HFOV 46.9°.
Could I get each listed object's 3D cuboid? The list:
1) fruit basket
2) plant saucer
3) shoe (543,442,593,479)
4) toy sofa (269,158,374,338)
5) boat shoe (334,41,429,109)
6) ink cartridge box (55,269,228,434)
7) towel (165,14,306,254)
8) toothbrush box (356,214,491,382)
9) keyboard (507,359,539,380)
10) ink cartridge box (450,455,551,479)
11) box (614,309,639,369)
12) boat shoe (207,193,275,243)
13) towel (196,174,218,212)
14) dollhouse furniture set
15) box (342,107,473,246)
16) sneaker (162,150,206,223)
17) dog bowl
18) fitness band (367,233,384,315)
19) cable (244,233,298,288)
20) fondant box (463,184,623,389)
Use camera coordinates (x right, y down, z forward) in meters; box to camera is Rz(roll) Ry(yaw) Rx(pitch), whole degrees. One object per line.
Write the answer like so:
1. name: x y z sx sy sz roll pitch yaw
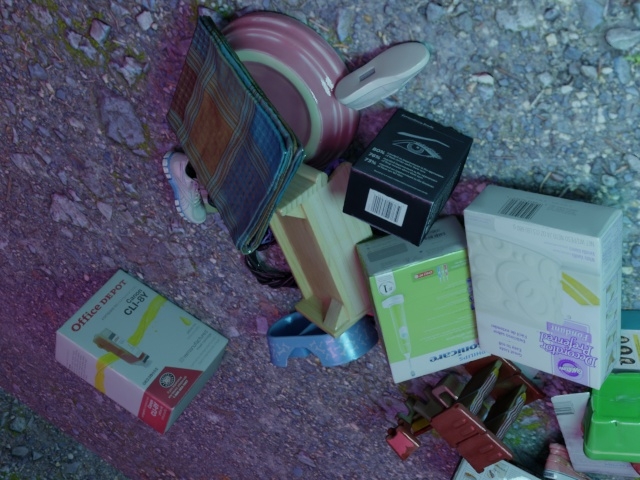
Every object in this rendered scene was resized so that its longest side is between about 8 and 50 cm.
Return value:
1. fruit basket: 0.643 0.379 1.441 0.327 0.165 0.353 -4 144 26
2. plant saucer: -0.090 -0.263 1.411 0.332 0.084 0.332 20 136 20
3. shoe: 0.569 0.511 1.663 0.178 0.081 0.063 27 161 -33
4. toy sofa: 0.000 0.000 1.461 0.150 0.177 0.362 29 151 46
5. boat shoe: 0.114 -0.276 1.274 0.184 0.066 0.063 -28 146 27
6. ink cartridge box: -0.498 0.302 2.052 0.384 0.279 0.160 32 138 6
7. towel: -0.173 -0.191 1.342 0.370 0.040 0.271 56 137 27
8. toothbrush box: 0.204 0.119 1.448 0.206 0.122 0.283 -17 123 -1
9. keyboard: 0.436 0.251 1.560 0.072 0.014 0.256 26 138 6
10. ink cartridge box: 0.463 0.593 1.722 0.309 0.130 0.272 25 173 14
11. box: 0.575 0.182 1.363 0.244 0.060 0.100 -3 124 37
12. boat shoe: -0.130 -0.045 1.611 0.258 0.089 0.109 22 134 1
13. towel: -0.217 -0.123 1.654 0.113 0.023 0.152 5 133 11
14. dollhouse furniture set: 0.295 0.411 1.640 0.152 0.201 0.374 45 140 2
15. box: 0.153 -0.114 1.281 0.153 0.207 0.108 26 138 15
16. sneaker: -0.294 -0.118 1.696 0.083 0.071 0.191 1 127 27
17. dog bowl: -0.005 0.222 1.735 0.297 0.166 0.074 -9 110 40
18. fitness band: 0.106 0.079 1.603 0.291 0.054 0.209 13 133 27
19. cable: -0.108 0.047 1.729 0.184 0.047 0.150 8 131 30
20. fondant box: 0.391 0.081 1.293 0.238 0.096 0.330 15 134 38
